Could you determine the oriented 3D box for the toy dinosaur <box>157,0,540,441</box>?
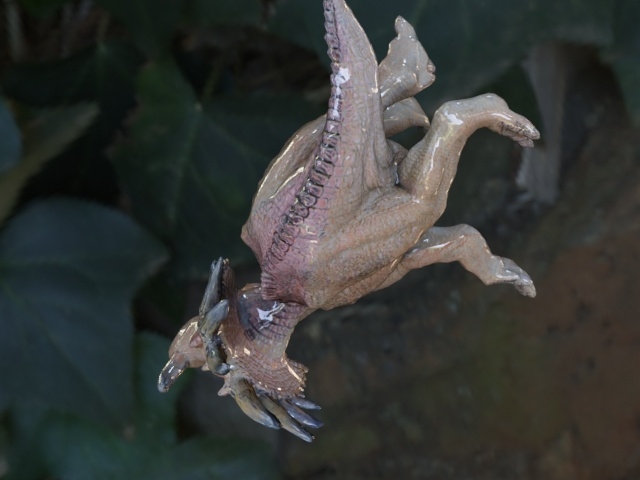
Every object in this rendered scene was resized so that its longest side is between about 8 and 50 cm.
[{"bbox_3d":[0.000,0.000,0.973,0.200,0.295,0.127,-33,66,-14],"label":"toy dinosaur"}]
